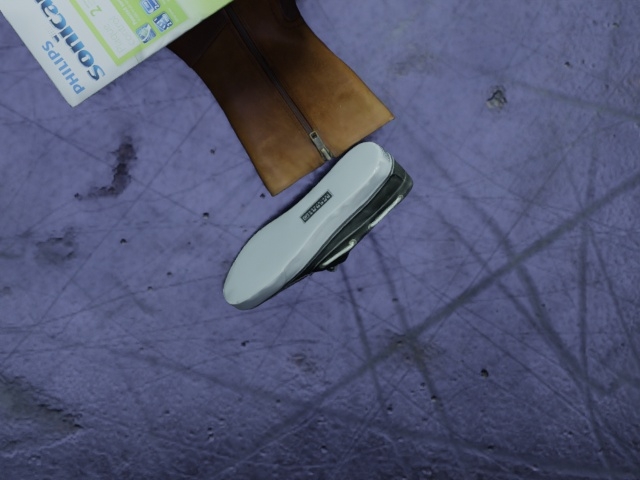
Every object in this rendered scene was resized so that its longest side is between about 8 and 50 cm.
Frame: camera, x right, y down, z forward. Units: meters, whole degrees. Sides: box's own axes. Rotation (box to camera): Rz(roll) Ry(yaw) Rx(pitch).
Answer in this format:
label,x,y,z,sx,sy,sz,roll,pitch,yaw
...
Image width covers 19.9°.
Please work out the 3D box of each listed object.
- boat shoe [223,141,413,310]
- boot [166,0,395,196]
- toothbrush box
label,x,y,z,sx,sy,sz,roll,pitch,yaw
boat shoe,0.000,0.000,1.808,0.219,0.078,0.070,-42,127,10
boot,-0.019,-0.222,1.773,0.264,0.096,0.280,-38,99,0
toothbrush box,-0.165,-0.290,1.660,0.283,0.122,0.206,-31,105,13
